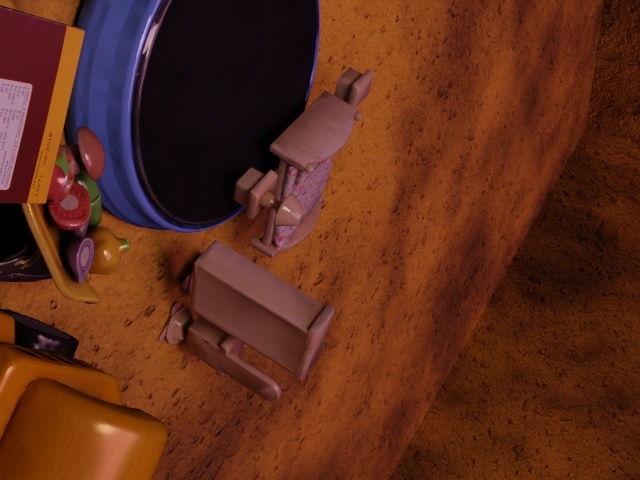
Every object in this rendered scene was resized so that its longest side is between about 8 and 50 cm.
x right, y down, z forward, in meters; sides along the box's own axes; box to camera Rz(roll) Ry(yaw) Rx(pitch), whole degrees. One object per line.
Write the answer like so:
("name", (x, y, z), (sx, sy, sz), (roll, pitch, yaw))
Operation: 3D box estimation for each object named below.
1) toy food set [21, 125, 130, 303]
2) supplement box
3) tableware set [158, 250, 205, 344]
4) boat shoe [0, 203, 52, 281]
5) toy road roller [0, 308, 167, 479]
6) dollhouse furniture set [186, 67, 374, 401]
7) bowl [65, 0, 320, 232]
("toy food set", (-0.227, -0.041, 0.809), (0.128, 0.071, 0.218), (-108, -176, -54))
("supplement box", (-0.302, -0.112, 0.566), (0.194, 0.191, 0.129), (-3, 111, -64))
("tableware set", (-0.161, 0.090, 1.217), (0.141, 0.020, 0.168), (-66, 156, -4))
("boat shoe", (-0.298, -0.004, 0.803), (0.081, 0.068, 0.228), (-67, 155, -9))
("toy road roller", (-0.287, 0.168, 0.748), (0.203, 0.240, 0.329), (-68, 155, -6))
("dollhouse furniture set", (0.000, 0.000, 1.169), (0.355, 0.173, 0.303), (-50, 166, -37))
("bowl", (-0.123, -0.191, 1.003), (0.391, 0.077, 0.391), (-47, 148, -41))
